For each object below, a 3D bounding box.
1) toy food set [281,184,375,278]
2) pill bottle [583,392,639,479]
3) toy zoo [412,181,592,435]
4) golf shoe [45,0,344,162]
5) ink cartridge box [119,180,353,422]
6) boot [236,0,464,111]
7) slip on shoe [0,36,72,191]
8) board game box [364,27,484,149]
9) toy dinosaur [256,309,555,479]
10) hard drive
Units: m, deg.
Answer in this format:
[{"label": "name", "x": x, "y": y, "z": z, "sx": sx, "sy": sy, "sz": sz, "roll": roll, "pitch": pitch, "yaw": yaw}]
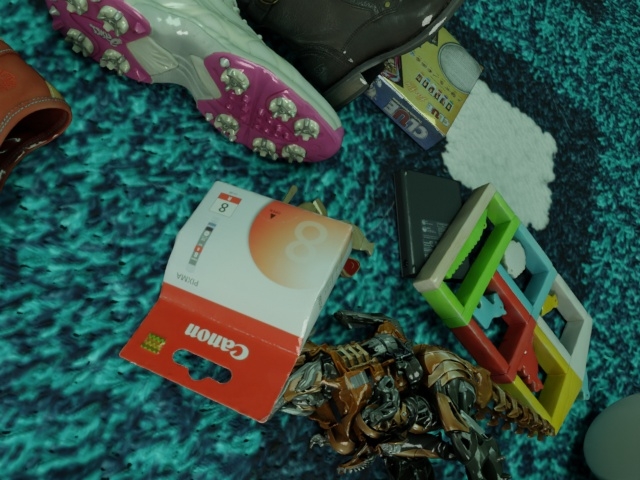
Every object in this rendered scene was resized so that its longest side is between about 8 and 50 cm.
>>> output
[{"label": "toy food set", "x": 0.000, "y": 0.000, "z": 0.532, "sx": 0.122, "sy": 0.019, "sz": 0.078, "roll": 39, "pitch": 59, "yaw": -20}, {"label": "pill bottle", "x": 0.457, "y": 0.325, "z": 0.579, "sx": 0.283, "sy": 0.161, "sz": 0.161, "roll": 48, "pitch": 58, "yaw": -6}, {"label": "toy zoo", "x": 0.249, "y": 0.095, "z": 0.607, "sx": 0.293, "sy": 0.030, "sz": 0.192, "roll": 50, "pitch": 54, "yaw": -11}, {"label": "golf shoe", "x": -0.098, "y": -0.194, "z": 0.492, "sx": 0.306, "sy": 0.115, "sz": 0.140, "roll": 30, "pitch": 58, "yaw": -18}, {"label": "ink cartridge box", "x": -0.071, "y": 0.040, "z": 0.425, "sx": 0.145, "sy": 0.045, "sz": 0.179, "roll": 19, "pitch": 57, "yaw": 15}, {"label": "boot", "x": 0.017, "y": -0.283, "z": 0.510, "sx": 0.229, "sy": 0.263, "sz": 0.091, "roll": 47, "pitch": 33, "yaw": -14}, {"label": "slip on shoe", "x": -0.282, "y": -0.009, "z": 0.329, "sx": 0.101, "sy": 0.123, "sz": 0.331, "roll": 31, "pitch": 56, "yaw": -20}, {"label": "board game box", "x": 0.096, "y": -0.259, "z": 0.657, "sx": 0.243, "sy": 0.042, "sz": 0.165, "roll": 41, "pitch": 59, "yaw": -10}, {"label": "toy dinosaur", "x": 0.098, "y": 0.167, "z": 0.457, "sx": 0.322, "sy": 0.164, "sz": 0.218, "roll": 0, "pitch": 55, "yaw": -6}, {"label": "hard drive", "x": 0.138, "y": -0.018, "z": 0.608, "sx": 0.094, "sy": 0.022, "sz": 0.135, "roll": 8, "pitch": 70, "yaw": -26}]
